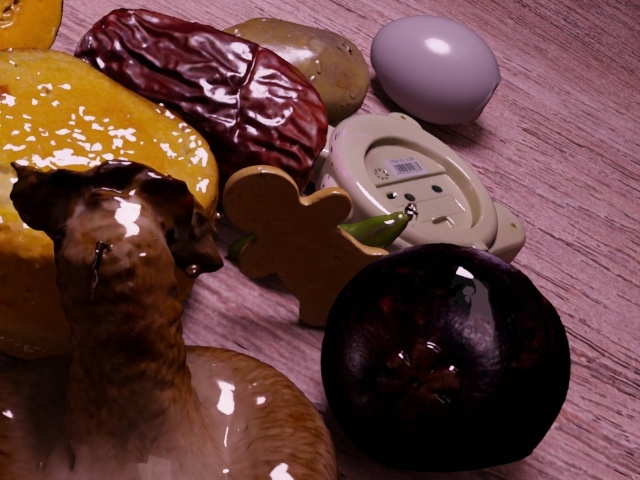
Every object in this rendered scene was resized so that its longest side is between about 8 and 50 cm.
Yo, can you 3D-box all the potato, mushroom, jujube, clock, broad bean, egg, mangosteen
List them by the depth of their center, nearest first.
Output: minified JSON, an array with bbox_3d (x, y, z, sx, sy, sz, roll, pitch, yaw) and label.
[{"bbox_3d":[-0.132,0.160,0.615,0.331,0.356,0.334,20,21,-27],"label":"mushroom"},{"bbox_3d":[0.142,0.137,0.859,0.287,0.287,0.233,6,57,-24],"label":"mangosteen"},{"bbox_3d":[0.001,0.004,0.974,0.254,0.046,0.065,-10,78,7],"label":"broad bean"},{"bbox_3d":[-0.158,-0.171,1.010,0.342,0.216,0.216,29,42,-1],"label":"jujube"},{"bbox_3d":[0.121,-0.058,1.124,0.284,0.114,0.309,-15,56,-36],"label":"clock"},{"bbox_3d":[-0.052,-0.270,1.206,0.296,0.141,0.192,-5,50,-29],"label":"potato"},{"bbox_3d":[0.196,-0.301,1.341,0.232,0.176,0.176,25,42,2],"label":"egg"}]

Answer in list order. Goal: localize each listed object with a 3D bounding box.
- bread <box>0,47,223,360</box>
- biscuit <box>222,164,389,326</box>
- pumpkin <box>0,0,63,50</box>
[{"bbox_3d":[-0.287,-0.055,0.829,0.358,0.204,0.337,28,38,1],"label":"bread"},{"bbox_3d":[-0.023,-0.001,0.903,0.240,0.158,0.035,49,12,-33],"label":"biscuit"},{"bbox_3d":[-0.495,-0.266,0.939,0.232,0.242,0.325,15,40,29],"label":"pumpkin"}]
